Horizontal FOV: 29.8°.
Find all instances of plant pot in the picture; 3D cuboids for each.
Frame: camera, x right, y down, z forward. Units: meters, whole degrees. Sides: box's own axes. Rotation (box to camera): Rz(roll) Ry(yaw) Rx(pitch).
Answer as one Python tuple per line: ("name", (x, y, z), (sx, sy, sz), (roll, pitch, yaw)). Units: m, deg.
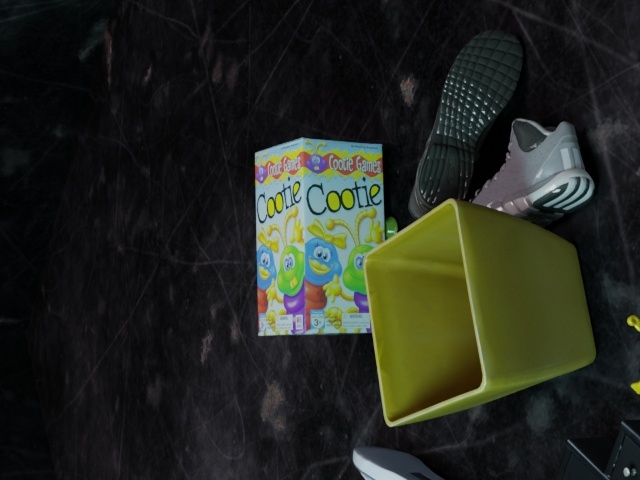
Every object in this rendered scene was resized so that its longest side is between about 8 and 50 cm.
("plant pot", (0.191, 0.088, 1.386), (0.212, 0.187, 0.212), (-35, 57, 56))

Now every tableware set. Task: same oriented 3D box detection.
("tableware set", (0.082, 0.039, 1.782), (0.104, 0.024, 0.154), (12, 98, 59))

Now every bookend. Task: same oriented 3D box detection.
("bookend", (0.315, 0.242, 1.261), (0.156, 0.072, 0.157), (48, 129, 54))

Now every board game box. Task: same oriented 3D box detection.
("board game box", (0.000, 0.000, 1.758), (0.142, 0.144, 0.275), (-10, 80, 58))

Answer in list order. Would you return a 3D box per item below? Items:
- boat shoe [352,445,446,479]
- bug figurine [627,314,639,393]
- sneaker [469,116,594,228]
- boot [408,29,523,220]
("boat shoe", (0.117, 0.349, 1.615), (0.258, 0.095, 0.084), (24, 106, 62))
("bug figurine", (0.384, 0.117, 1.023), (0.216, 0.072, 0.279), (47, 160, 6))
("sneaker", (0.233, -0.075, 1.444), (0.228, 0.086, 0.132), (-29, 58, 48))
("boot", (0.172, -0.146, 1.541), (0.161, 0.083, 0.247), (162, 131, -86))
